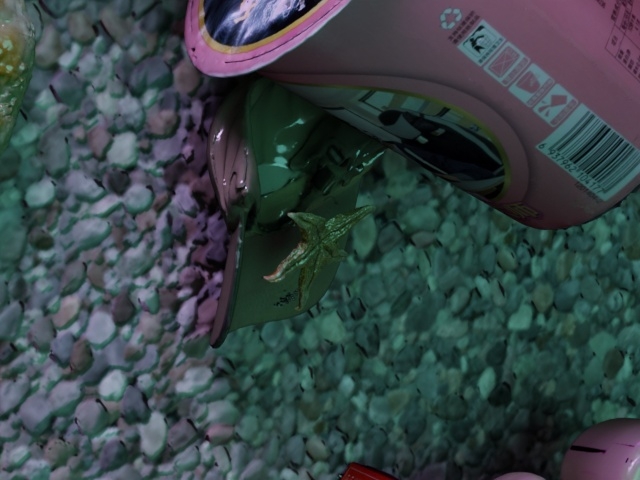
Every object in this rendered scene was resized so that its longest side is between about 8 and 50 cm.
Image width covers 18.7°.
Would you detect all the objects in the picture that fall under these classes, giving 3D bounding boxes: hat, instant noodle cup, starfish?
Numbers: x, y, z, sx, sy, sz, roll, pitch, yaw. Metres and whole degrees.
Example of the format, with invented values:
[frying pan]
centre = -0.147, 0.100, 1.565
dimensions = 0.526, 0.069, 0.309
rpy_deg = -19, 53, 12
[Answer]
[hat]
centre = -0.044, -0.019, 1.215
dimensions = 0.147, 0.085, 0.175
rpy_deg = -16, 134, -51
[instant noodle cup]
centre = 0.086, -0.134, 1.160
dimensions = 0.255, 0.244, 0.244
rpy_deg = 34, 79, -30
[starfish]
centre = 0.000, 0.000, 1.196
dimensions = 0.092, 0.016, 0.086
rpy_deg = -38, 150, -21

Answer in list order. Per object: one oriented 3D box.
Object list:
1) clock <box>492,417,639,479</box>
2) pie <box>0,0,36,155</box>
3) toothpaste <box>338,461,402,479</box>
[clock]
centre = 0.170, 0.290, 1.306
dimensions = 0.309, 0.114, 0.284
rpy_deg = -21, 100, -24
[pie]
centre = -0.267, -0.096, 1.032
dimensions = 0.240, 0.054, 0.240
rpy_deg = -9, 105, -33
[toothpaste]
centre = -0.023, 0.305, 1.300
dimensions = 0.076, 0.066, 0.320
rpy_deg = 41, 76, -36
